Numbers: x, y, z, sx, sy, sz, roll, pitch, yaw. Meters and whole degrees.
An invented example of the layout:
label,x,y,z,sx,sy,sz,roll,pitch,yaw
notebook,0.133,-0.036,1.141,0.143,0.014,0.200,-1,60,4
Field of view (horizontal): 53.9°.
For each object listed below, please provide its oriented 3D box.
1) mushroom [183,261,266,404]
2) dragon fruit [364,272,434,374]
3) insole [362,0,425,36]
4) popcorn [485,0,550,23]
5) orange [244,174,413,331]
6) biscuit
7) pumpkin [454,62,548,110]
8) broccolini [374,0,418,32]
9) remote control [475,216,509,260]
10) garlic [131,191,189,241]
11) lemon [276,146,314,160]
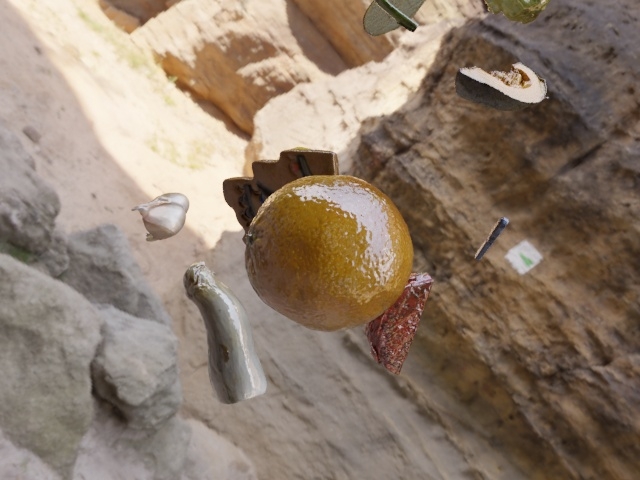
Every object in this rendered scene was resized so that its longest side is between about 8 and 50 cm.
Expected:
label,x,y,z,sx,sy,sz,roll,pitch,yaw
mushroom,-0.262,0.246,1.677,0.126,0.177,0.397,-33,119,-53
dragon fruit,0.173,0.207,1.828,0.151,0.317,0.205,8,16,-28
insole,0.253,-0.637,1.579,0.119,0.348,0.009,48,14,-41
popcorn,0.639,-0.841,2.028,0.237,0.293,0.293,55,10,16
orange,0.008,0.019,0.995,0.264,0.264,0.264,51,10,-12
biscuit,-0.068,-0.078,1.290,0.278,0.301,0.043,43,32,6
pumpkin,0.520,-0.412,1.804,0.278,0.111,0.163,-13,55,-29
broccolini,0.142,-0.553,1.378,0.272,0.123,0.062,56,-27,17
remote control,0.507,-0.007,1.867,0.027,0.153,0.043,27,29,-3
garlic,-0.388,-0.066,1.570,0.175,0.124,0.099,-80,156,-54
lemon,-0.054,-0.164,1.751,0.178,0.178,0.203,45,45,-37
